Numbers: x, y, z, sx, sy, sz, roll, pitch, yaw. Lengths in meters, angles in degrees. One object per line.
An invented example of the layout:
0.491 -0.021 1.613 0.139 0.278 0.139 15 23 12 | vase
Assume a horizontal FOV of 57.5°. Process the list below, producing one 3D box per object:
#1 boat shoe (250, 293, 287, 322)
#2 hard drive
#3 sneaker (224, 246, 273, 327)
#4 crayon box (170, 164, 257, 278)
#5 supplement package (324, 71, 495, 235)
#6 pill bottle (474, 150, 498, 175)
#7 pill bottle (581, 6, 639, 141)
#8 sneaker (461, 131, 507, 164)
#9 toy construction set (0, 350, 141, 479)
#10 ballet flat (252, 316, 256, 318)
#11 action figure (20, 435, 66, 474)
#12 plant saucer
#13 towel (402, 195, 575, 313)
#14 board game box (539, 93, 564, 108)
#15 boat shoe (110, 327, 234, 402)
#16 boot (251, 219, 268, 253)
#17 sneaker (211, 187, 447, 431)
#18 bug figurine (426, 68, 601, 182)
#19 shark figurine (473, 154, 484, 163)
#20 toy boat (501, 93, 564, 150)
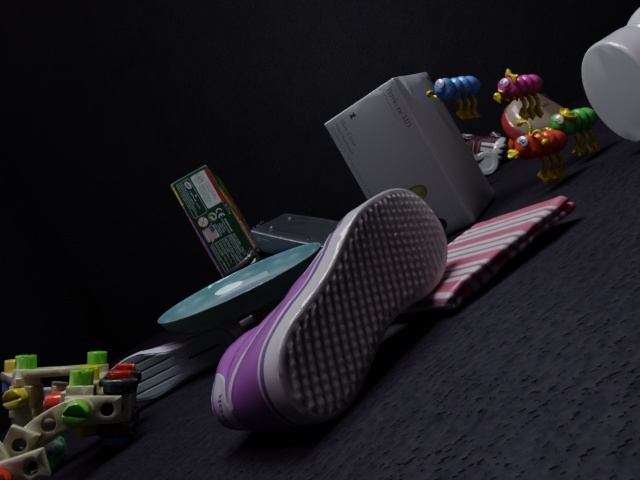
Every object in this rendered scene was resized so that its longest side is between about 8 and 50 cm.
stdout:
-0.104 0.126 1.114 0.184 0.063 0.066 -20 7 39 | boat shoe
0.000 0.000 1.233 0.254 0.054 0.172 11 21 23 | hard drive
-0.077 0.056 1.279 0.295 0.147 0.104 -29 0 -21 | sneaker
-0.220 0.005 1.481 0.106 0.363 0.313 -30 2 -2 | crayon box
0.165 -0.138 1.018 0.145 0.262 0.204 -29 2 31 | supplement package
0.439 -0.206 1.591 0.065 0.065 0.116 -30 2 2 | pill bottle
0.479 -0.245 0.703 0.283 0.160 0.160 -30 2 -2 | pill bottle
0.457 -0.286 1.758 0.162 0.107 0.281 10 7 6 | sneaker
-0.357 0.229 0.789 0.214 0.151 0.327 2 8 -14 | toy construction set
-0.068 0.112 1.164 0.173 0.049 0.057 -29 1 20 | ballet flat
-0.442 0.337 0.840 0.137 0.064 0.232 -33 -2 9 | action figure
-0.136 0.089 1.050 0.317 0.044 0.317 -25 7 3 | plant saucer
0.155 0.024 0.604 0.197 0.029 0.144 -34 3 -25 | towel
0.628 -0.367 1.698 0.133 0.168 0.033 -41 37 39 | board game box
-0.248 0.215 0.994 0.226 0.083 0.076 -18 -8 0 | boat shoe
-0.121 0.024 1.805 0.246 0.207 0.094 -29 2 -9 | boot
0.002 0.058 0.539 0.161 0.102 0.282 -34 6 48 | sneaker
0.313 -0.205 0.922 0.216 0.279 0.072 -16 -45 -27 | bug figurine
0.217 -0.137 1.295 0.166 0.116 0.278 4 37 49 | shark figurine
0.558 -0.297 1.565 0.231 0.151 0.151 -31 -28 -50 | toy boat
